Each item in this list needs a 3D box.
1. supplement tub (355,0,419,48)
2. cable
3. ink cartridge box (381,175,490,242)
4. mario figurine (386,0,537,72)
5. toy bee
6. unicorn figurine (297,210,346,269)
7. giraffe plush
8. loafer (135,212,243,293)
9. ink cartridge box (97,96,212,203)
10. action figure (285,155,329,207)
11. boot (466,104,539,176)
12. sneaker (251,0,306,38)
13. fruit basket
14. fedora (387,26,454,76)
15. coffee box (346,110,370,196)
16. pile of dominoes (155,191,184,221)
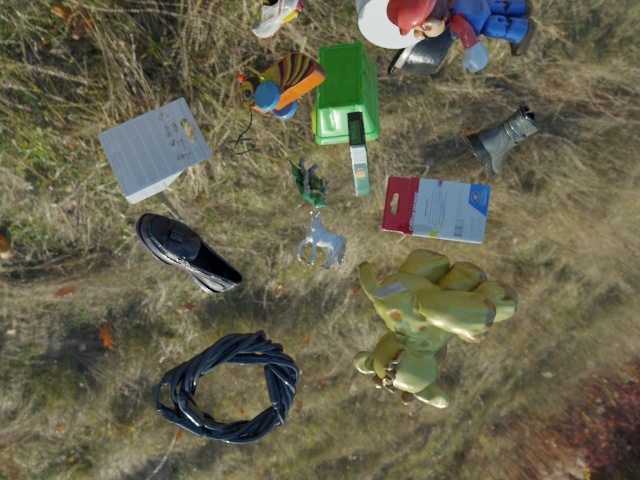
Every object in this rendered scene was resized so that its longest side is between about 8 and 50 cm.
[{"bbox_3d":[0.221,-0.740,1.443,0.235,0.325,0.235,7,160,2],"label":"supplement tub"},{"bbox_3d":[-0.098,0.180,0.620,0.150,0.047,0.184,-42,129,-3],"label":"cable"},{"bbox_3d":[0.264,-0.073,1.195,0.078,0.231,0.134,-33,130,-83],"label":"ink cartridge box"},{"bbox_3d":[0.302,-0.490,1.157,0.320,0.198,0.170,8,118,-6],"label":"mario figurine"},{"bbox_3d":[-0.141,-0.378,1.274,0.298,0.162,0.195,-30,162,3],"label":"toy bee"},{"bbox_3d":[0.000,0.000,1.076,0.162,0.060,0.111,17,93,-56],"label":"unicorn figurine"},{"bbox_3d":[0.135,0.126,0.681,0.210,0.181,0.170,-6,115,-30],"label":"giraffe plush"},{"bbox_3d":[-0.297,0.027,1.211,0.095,0.109,0.302,-9,143,29],"label":"loafer"},{"bbox_3d":[-0.407,-0.225,1.275,0.232,0.189,0.066,-26,167,-11],"label":"ink cartridge box"},{"bbox_3d":[-0.022,-0.160,1.468,0.137,0.232,0.063,23,118,-27],"label":"action figure"},{"bbox_3d":[0.475,-0.246,1.283,0.161,0.083,0.246,-28,162,23],"label":"boot"},{"bbox_3d":[-0.136,-0.672,1.487,0.092,0.225,0.088,34,61,-30],"label":"sneaker"},{"bbox_3d":[0.086,-0.521,1.984,0.283,0.392,0.392,-4,146,10],"label":"fruit basket"},{"bbox_3d":[0.380,-0.698,1.816,0.334,0.152,0.334,-57,-178,4],"label":"fedora"},{"bbox_3d":[0.093,-0.203,1.229,0.040,0.113,0.184,-6,147,6],"label":"coffee box"},{"bbox_3d":[-0.548,-0.153,1.682,0.040,0.251,0.196,-39,156,-6],"label":"pile of dominoes"}]
